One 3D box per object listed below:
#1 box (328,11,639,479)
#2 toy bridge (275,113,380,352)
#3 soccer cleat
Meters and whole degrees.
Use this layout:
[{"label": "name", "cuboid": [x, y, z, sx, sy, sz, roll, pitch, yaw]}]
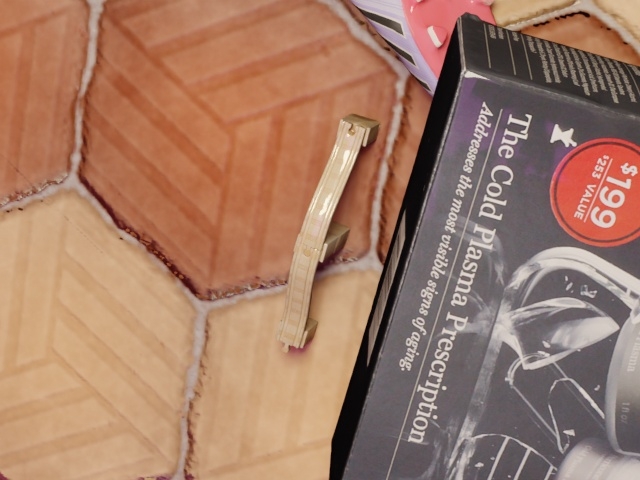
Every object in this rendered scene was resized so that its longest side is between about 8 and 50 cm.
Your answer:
[{"label": "box", "cuboid": [0.194, 0.065, 1.150, 0.312, 0.179, 0.343, 14, 108, -2]}, {"label": "toy bridge", "cuboid": [0.000, 0.000, 1.294, 0.026, 0.063, 0.188, 21, 108, 12]}, {"label": "soccer cleat", "cuboid": [0.045, -0.187, 1.236, 0.248, 0.083, 0.095, 55, 143, -7]}]
